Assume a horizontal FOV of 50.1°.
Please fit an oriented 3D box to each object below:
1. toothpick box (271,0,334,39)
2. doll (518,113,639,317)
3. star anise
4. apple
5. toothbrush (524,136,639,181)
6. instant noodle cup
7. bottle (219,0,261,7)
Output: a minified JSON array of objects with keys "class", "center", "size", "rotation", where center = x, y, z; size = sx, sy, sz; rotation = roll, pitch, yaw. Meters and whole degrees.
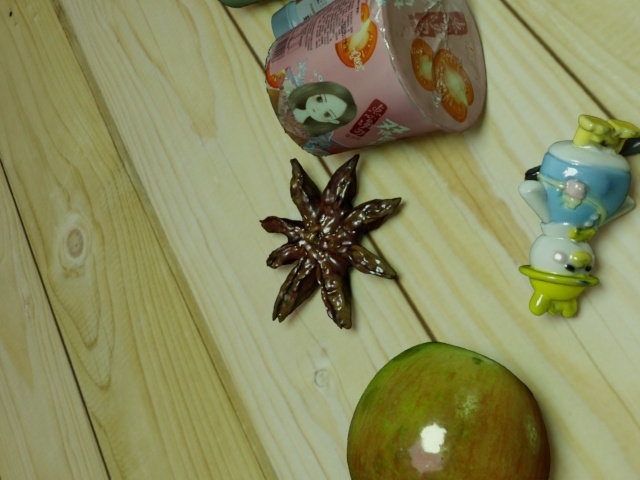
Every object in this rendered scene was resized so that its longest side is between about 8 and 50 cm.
[{"class":"toothpick box","center":[0.011,-0.353,1.074],"size":[0.153,0.101,0.101],"rotation":[-26,69,30]},{"class":"doll","center":[0.297,-0.025,0.805],"size":[0.098,0.135,0.241],"rotation":[19,107,38]},{"class":"star anise","center":[-0.001,0.000,1.044],"size":[0.288,0.088,0.289],"rotation":[-6,81,38]},{"class":"apple","center":[0.159,0.244,0.834],"size":[0.246,0.246,0.226],"rotation":[8,70,37]},{"class":"toothbrush","center":[0.383,-0.116,0.812],"size":[0.297,0.030,0.030],"rotation":[-19,98,32]},{"class":"instant noodle cup","center":[0.068,-0.234,0.941],"size":[0.231,0.242,0.243],"rotation":[-14,76,40]},{"class":"bottle","center":[-0.033,-0.492,1.088],"size":[0.346,0.168,0.169],"rotation":[-5,80,33]}]
